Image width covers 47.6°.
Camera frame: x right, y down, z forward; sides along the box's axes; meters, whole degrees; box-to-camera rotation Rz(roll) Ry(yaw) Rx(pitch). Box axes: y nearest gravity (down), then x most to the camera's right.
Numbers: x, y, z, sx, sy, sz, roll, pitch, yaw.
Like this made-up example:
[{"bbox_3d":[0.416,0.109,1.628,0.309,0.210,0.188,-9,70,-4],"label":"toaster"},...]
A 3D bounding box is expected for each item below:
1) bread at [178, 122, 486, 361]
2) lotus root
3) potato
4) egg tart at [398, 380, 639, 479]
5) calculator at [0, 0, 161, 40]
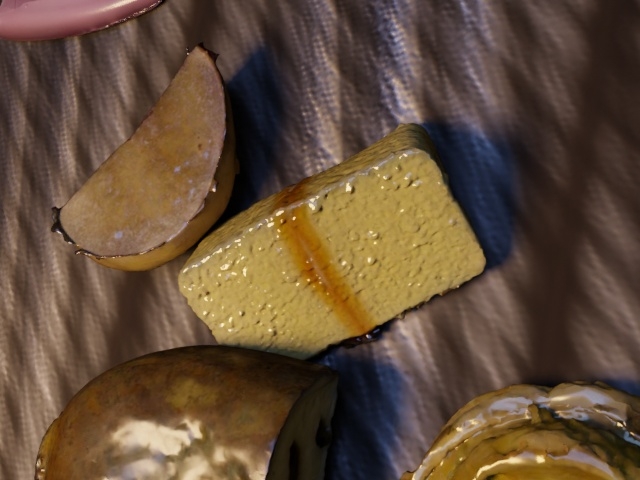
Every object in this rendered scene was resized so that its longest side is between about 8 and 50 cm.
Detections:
[{"bbox_3d":[0.000,0.000,0.664,0.266,0.142,0.178,-29,53,16],"label":"bread"},{"bbox_3d":[-0.141,0.216,0.628,0.260,0.149,0.267,12,96,23],"label":"lotus root"},{"bbox_3d":[-0.143,-0.063,0.746,0.138,0.098,0.243,41,91,23],"label":"potato"},{"bbox_3d":[0.176,0.241,0.533,0.278,0.095,0.279,-6,75,22],"label":"egg tart"},{"bbox_3d":[-0.297,-0.354,0.912,0.294,0.043,0.194,-5,76,22],"label":"calculator"}]
